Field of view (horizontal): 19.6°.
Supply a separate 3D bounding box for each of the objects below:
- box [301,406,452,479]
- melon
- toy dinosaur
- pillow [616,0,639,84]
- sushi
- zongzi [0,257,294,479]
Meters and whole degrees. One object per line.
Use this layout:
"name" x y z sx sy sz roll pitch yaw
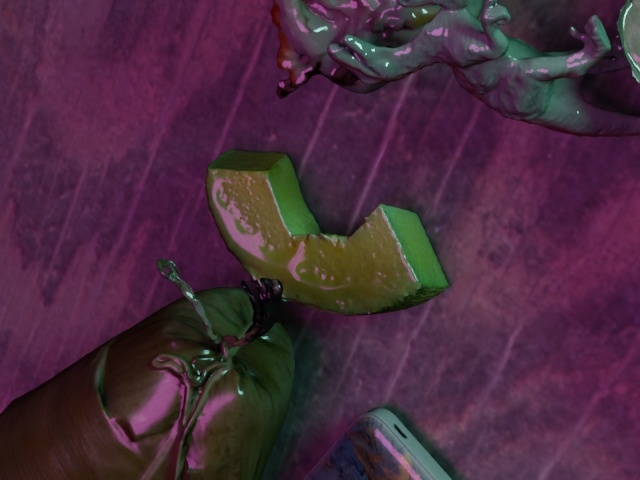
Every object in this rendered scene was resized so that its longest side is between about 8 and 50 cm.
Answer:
"box" 0.101 0.274 1.488 0.285 0.044 0.142 48 129 13
"melon" 0.000 0.000 1.460 0.209 0.064 0.118 12 106 29
"toy dinosaur" 0.145 -0.104 1.264 0.242 0.053 0.167 32 135 -32
"pillow" 0.283 -0.075 1.217 0.131 0.038 0.232 -24 89 -8
"sushi" 0.090 -0.211 1.288 0.332 0.124 0.130 -30 83 37
"zongzi" -0.073 0.222 1.529 0.447 0.181 0.418 -35 99 33
